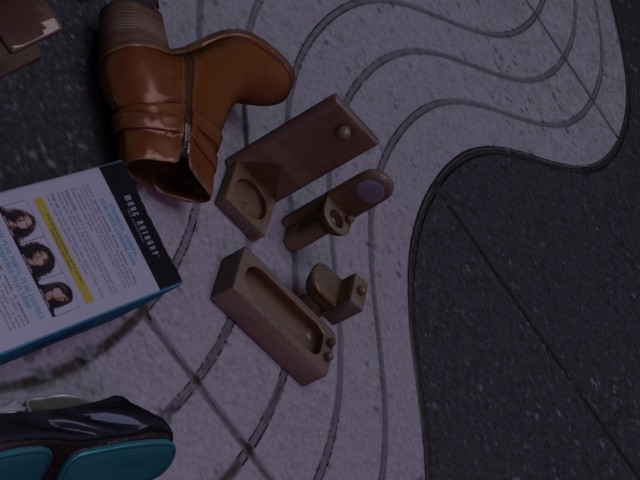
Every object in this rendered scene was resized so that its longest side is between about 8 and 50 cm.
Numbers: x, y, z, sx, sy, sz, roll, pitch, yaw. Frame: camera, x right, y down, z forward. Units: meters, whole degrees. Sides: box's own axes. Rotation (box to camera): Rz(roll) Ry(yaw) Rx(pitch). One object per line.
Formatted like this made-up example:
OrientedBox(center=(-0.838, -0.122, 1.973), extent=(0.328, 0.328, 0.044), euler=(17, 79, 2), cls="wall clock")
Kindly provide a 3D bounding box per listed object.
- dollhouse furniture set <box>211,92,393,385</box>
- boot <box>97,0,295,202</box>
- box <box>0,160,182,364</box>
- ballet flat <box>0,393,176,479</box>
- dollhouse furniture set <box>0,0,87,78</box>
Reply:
OrientedBox(center=(0.000, 0.000, 1.286), extent=(0.144, 0.123, 0.151), euler=(45, 35, -24), cls="dollhouse furniture set")
OrientedBox(center=(-0.095, -0.098, 1.282), extent=(0.197, 0.073, 0.152), euler=(13, 54, -36), cls="boot")
OrientedBox(center=(-0.198, 0.022, 1.042), extent=(0.244, 0.060, 0.100), euler=(-22, 84, -59), cls="box")
OrientedBox(center=(-0.180, 0.128, 0.989), extent=(0.203, 0.074, 0.074), euler=(-2, 67, -49), cls="ballet flat")
OrientedBox(center=(-0.258, -0.164, 0.945), extent=(0.259, 0.262, 0.135), euler=(-32, 91, -27), cls="dollhouse furniture set")
